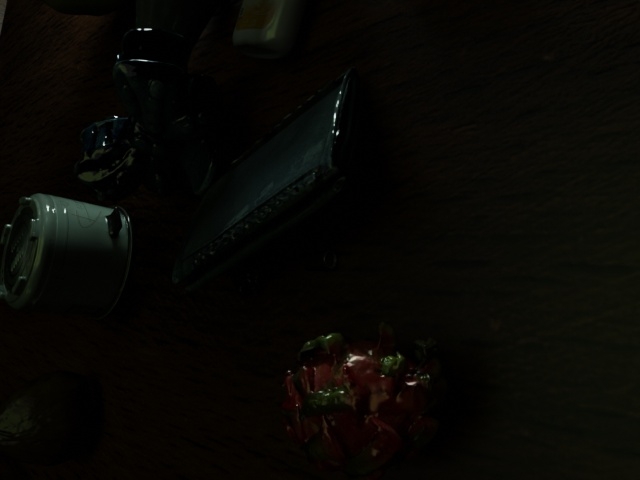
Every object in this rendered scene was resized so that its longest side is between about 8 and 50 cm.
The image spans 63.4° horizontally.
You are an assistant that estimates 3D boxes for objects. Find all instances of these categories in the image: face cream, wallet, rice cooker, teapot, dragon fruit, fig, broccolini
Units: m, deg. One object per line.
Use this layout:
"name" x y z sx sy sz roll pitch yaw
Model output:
"face cream" -0.057 -0.446 0.846 0.144 0.071 0.291 23 96 44
"wallet" -0.073 -0.080 0.743 0.342 0.075 0.237 -32 35 35
"rice cooker" -0.489 0.033 1.032 0.280 0.227 0.241 -46 51 28
"teapot" -0.292 -0.441 1.020 0.203 0.171 0.225 -106 37 -67
"dragon fruit" 0.053 0.166 0.556 0.172 0.160 0.166 -10 41 39
"fig" -0.616 0.363 1.056 0.191 0.291 0.190 -176 90 -68
"broccolini" -0.145 0.019 0.852 0.073 0.058 0.201 -55 32 0

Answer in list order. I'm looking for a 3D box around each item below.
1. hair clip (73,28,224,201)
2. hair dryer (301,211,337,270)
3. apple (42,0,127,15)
"hair clip" -0.278 -0.194 0.889 0.310 0.207 0.194 -44 39 38
"hair dryer" 0.000 0.000 0.720 0.047 0.026 0.083 -6 73 42
"apple" -0.572 -0.721 1.219 0.358 0.357 0.356 -12 72 41
